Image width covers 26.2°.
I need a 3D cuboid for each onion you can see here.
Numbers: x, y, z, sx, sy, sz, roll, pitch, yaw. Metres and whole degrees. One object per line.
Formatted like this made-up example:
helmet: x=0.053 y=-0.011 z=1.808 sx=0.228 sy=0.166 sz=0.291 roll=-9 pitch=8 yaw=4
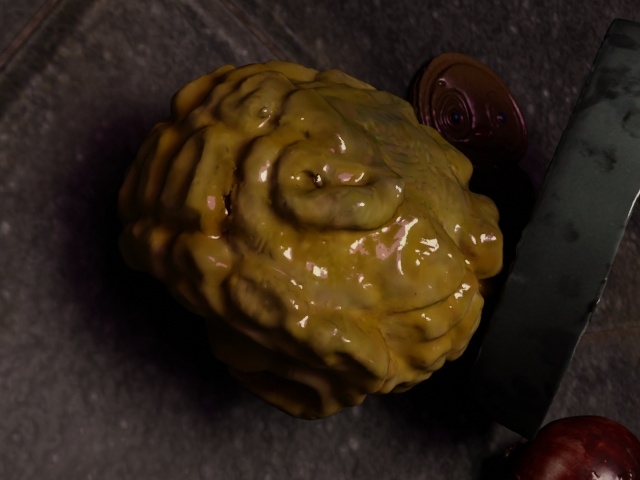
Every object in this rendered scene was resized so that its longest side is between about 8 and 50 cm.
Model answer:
onion: x=0.188 y=0.189 z=1.017 sx=0.131 sy=0.131 sz=0.131 roll=14 pitch=66 yaw=-35

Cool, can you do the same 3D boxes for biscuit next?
biscuit: x=0.130 y=-0.072 z=1.127 sx=0.124 sy=0.026 sz=0.175 roll=-6 pitch=78 yaw=-39

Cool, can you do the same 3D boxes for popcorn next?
popcorn: x=0.000 y=0.000 z=0.873 sx=0.250 sy=0.190 sz=0.250 roll=22 pitch=29 yaw=-13

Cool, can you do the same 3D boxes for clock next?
clock: x=0.183 y=-0.008 z=0.981 sx=0.061 sy=0.312 sz=0.312 roll=22 pitch=55 yaw=10
